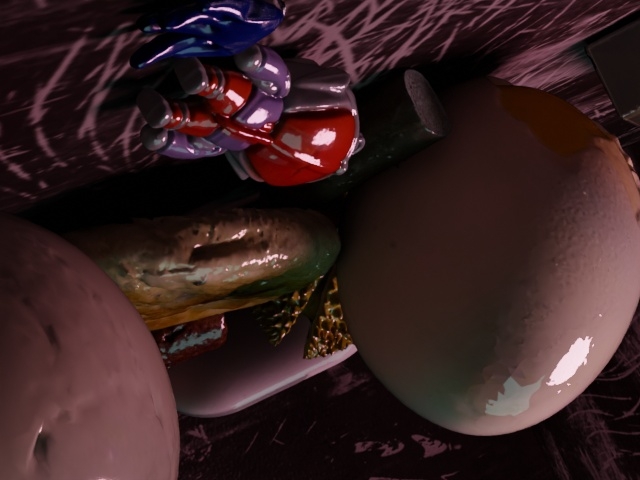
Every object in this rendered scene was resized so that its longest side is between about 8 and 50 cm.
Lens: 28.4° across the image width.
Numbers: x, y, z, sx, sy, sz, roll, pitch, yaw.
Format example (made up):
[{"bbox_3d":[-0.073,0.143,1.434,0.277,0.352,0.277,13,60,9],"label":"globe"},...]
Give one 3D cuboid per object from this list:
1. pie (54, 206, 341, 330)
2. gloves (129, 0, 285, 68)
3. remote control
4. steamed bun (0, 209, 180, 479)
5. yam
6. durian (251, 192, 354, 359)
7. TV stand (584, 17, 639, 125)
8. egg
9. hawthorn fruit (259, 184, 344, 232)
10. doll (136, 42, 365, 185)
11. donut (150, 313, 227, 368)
[{"bbox_3d":[-0.127,0.029,1.079,0.337,0.075,0.337,-8,170,-1],"label":"pie"},{"bbox_3d":[-0.059,-0.108,0.644,0.064,0.026,0.086,-27,174,37],"label":"gloves"},{"bbox_3d":[-0.069,0.088,1.534,0.332,0.221,0.103,-25,137,7],"label":"remote control"},{"bbox_3d":[-0.260,0.102,0.614,0.374,0.241,0.374,-22,170,-4],"label":"steamed bun"},{"bbox_3d":[0.031,-0.080,1.066,0.169,0.068,0.068,-28,173,36],"label":"yam"},{"bbox_3d":[0.000,0.000,1.393,0.193,0.138,0.237,-21,-143,13],"label":"durian"},{"bbox_3d":[0.355,-0.182,1.384,0.082,0.088,0.269,-25,174,17],"label":"TV stand"},{"bbox_3d":[0.150,0.017,1.140,0.283,0.283,0.345,-29,-153,35],"label":"egg"},{"bbox_3d":[-0.023,-0.030,1.244,0.093,0.093,0.093,-25,174,-3],"label":"hawthorn fruit"},{"bbox_3d":[-0.029,-0.076,0.809,0.102,0.075,0.227,-38,160,24],"label":"doll"},{"bbox_3d":[-0.202,0.094,1.423,0.186,0.126,0.144,-24,167,-8],"label":"donut"}]
